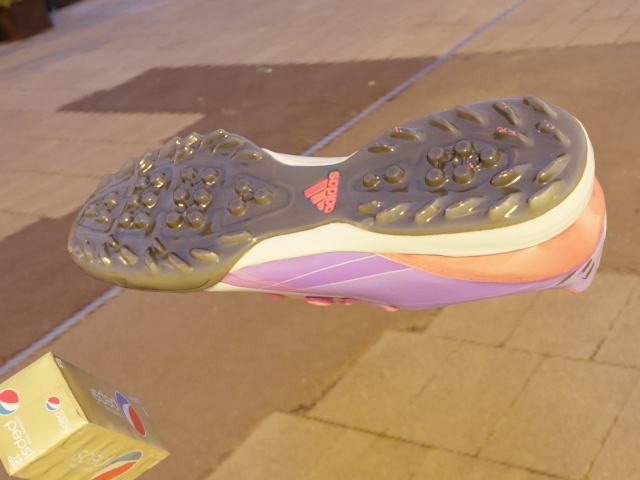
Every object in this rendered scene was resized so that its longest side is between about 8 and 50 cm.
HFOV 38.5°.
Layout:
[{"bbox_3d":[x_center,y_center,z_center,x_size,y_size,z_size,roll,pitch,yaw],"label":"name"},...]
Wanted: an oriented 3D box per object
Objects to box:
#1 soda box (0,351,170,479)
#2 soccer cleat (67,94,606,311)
[{"bbox_3d":[-0.172,0.139,0.665,0.061,0.181,0.058,-34,70,-4],"label":"soda box"},{"bbox_3d":[0.000,0.000,0.529,0.318,0.116,0.109,-6,52,23],"label":"soccer cleat"}]
